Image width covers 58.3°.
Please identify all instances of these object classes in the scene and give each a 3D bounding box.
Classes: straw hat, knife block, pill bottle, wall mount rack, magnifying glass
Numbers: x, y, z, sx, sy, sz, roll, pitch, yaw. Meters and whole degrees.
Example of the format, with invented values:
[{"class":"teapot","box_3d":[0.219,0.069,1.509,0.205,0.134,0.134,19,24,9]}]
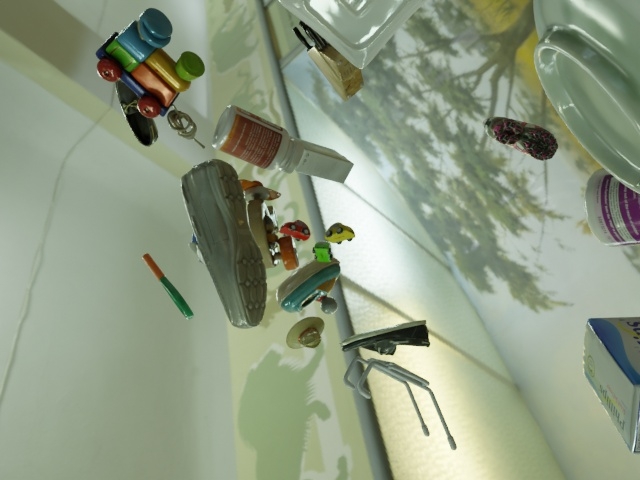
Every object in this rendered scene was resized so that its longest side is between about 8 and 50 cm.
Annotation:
[{"class":"straw hat","box_3d":[-0.033,0.312,1.833,0.145,0.144,0.061,29,-167,-47]},{"class":"knife block","box_3d":[0.019,-0.632,1.936,0.242,0.088,0.275,43,170,30]},{"class":"pill bottle","box_3d":[-0.159,-0.253,1.481,0.216,0.121,0.121,21,-147,-24]},{"class":"wall mount rack","box_3d":[0.225,0.428,1.568,0.304,0.130,0.350,29,168,-4]},{"class":"pill bottle","box_3d":[0.666,-0.082,1.052,0.170,0.302,0.169,5,-99,-33]},{"class":"magnifying glass","box_3d":[-0.405,0.120,1.522,0.231,0.026,0.092,45,159,24]}]

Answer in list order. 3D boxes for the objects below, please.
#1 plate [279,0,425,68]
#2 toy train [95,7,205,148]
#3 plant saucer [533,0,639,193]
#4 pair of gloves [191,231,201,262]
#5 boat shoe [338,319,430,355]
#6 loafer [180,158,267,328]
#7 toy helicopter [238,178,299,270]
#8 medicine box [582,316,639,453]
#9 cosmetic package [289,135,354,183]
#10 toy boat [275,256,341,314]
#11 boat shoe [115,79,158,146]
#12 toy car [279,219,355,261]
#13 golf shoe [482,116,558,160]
[{"class":"plate","box_3d":[0.084,-0.573,1.335,0.278,0.277,0.045,34,-145,-22]},{"class":"toy train","box_3d":[-0.250,-0.275,1.000,0.248,0.144,0.105,44,-133,-28]},{"class":"plant saucer","box_3d":[0.335,-0.157,0.615,0.400,0.101,0.400,49,-168,-15]},{"class":"pair of gloves","box_3d":[-0.284,0.007,1.589,0.023,0.198,0.159,-41,-45,-50]},{"class":"boat shoe","box_3d":[0.164,0.261,1.472,0.084,0.233,0.079,61,-163,-84]},{"class":"loafer","box_3d":[-0.181,0.010,1.055,0.112,0.112,0.319,9,-115,-64]},{"class":"toy helicopter","box_3d":[-0.146,-0.050,1.447,0.355,0.140,0.234,-94,-11,-81]},{"class":"medicine box","box_3d":[0.700,0.268,1.108,0.263,0.290,0.148,-73,-20,-70]},{"class":"cosmetic package","box_3d":[-0.014,-0.259,1.854,0.231,0.085,0.117,11,-156,-45]},{"class":"toy boat","box_3d":[-0.016,0.183,2.079,0.148,0.268,0.318,51,179,19]},{"class":"boat shoe","box_3d":[-0.568,-0.400,1.771,0.068,0.081,0.227,-101,-9,-62]},{"class":"toy car","box_3d":[0.000,0.000,1.839,0.225,0.239,0.053,77,-161,-60]},{"class":"golf shoe","box_3d":[0.452,-0.237,1.292,0.186,0.067,0.086,18,-161,-21]}]
